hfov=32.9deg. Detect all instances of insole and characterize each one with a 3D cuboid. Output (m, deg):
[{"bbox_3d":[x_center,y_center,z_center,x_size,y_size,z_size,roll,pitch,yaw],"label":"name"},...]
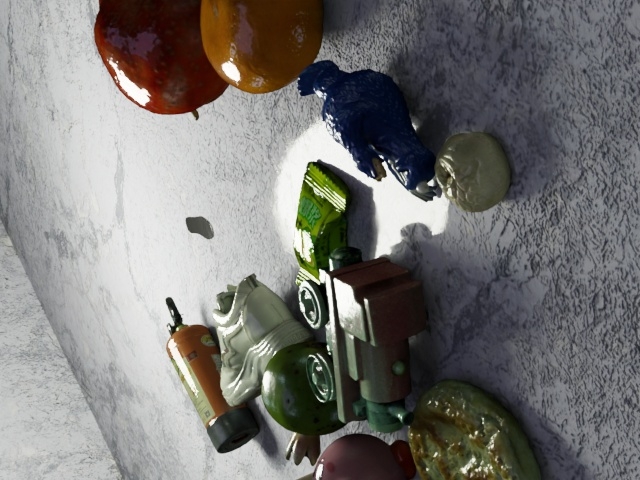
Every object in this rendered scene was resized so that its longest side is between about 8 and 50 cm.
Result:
[{"bbox_3d":[-0.273,-0.030,2.438,0.152,0.002,0.053,6,112,61],"label":"insole"}]

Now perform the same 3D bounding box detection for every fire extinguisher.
[{"bbox_3d":[-0.280,0.324,2.553,0.376,0.113,0.200,60,152,21],"label":"fire extinguisher"}]

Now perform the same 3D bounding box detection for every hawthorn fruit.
[{"bbox_3d":[-0.262,-0.345,1.956,0.287,0.287,0.330,48,159,39],"label":"hawthorn fruit"}]

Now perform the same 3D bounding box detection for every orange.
[{"bbox_3d":[-0.089,-0.344,1.692,0.240,0.171,0.240,31,126,56],"label":"orange"}]

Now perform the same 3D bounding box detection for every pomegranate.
[{"bbox_3d":[-0.018,0.292,1.939,0.187,0.187,0.225,30,118,54],"label":"pomegranate"}]

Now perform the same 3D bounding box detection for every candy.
[{"bbox_3d":[0.000,0.000,1.861,0.149,0.069,0.246,41,140,49],"label":"candy"}]

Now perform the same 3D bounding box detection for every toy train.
[{"bbox_3d":[0.075,0.167,1.726,0.221,0.150,0.304,27,128,58],"label":"toy train"}]

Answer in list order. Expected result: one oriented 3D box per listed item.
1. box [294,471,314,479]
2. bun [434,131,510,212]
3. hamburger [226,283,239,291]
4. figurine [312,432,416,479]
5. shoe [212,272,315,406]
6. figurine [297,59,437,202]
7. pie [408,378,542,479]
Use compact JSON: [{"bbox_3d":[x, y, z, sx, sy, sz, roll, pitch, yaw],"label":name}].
[{"bbox_3d":[-0.024,0.648,2.148,0.190,0.225,0.297,30,132,56],"label":"box"},{"bbox_3d":[0.195,-0.090,1.427,0.115,0.069,0.115,40,140,44],"label":"bun"},{"bbox_3d":[-0.161,0.147,2.287,0.121,0.054,0.084,39,143,52],"label":"hamburger"},{"bbox_3d":[0.066,0.421,1.892,0.173,0.173,0.173,41,141,46],"label":"figurine"},{"bbox_3d":[-0.143,0.193,2.171,0.210,0.132,0.342,56,146,12],"label":"shoe"},{"bbox_3d":[0.083,-0.164,1.536,0.262,0.164,0.121,45,104,22],"label":"figurine"},{"bbox_3d":[0.234,0.347,1.637,0.302,0.067,0.302,42,143,44],"label":"pie"}]
